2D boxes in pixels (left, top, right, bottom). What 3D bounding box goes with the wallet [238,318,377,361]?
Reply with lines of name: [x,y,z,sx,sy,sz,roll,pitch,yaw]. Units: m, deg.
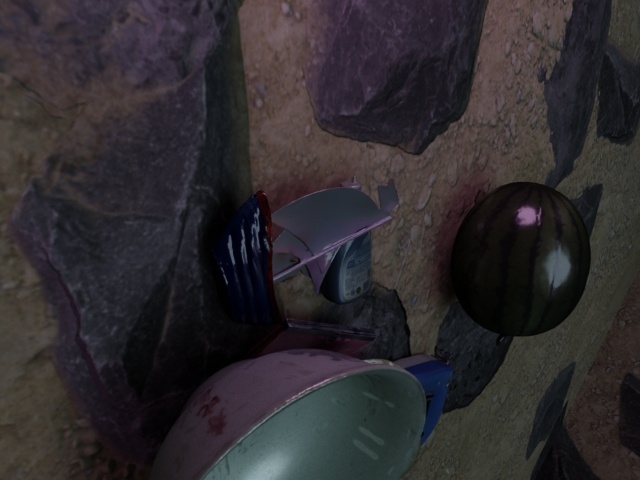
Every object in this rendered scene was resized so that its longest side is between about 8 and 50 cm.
wallet: [-0.014,0.176,0.820,0.119,0.025,0.232,-43,145,24]

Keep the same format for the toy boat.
toy boat: [-0.018,-0.010,0.696,0.318,0.072,0.219,-41,137,-7]

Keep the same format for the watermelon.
watermelon: [0.426,0.054,1.090,0.278,0.278,0.360,-21,119,-40]

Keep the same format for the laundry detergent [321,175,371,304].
laundry detergent: [0.046,-0.003,0.821,0.096,0.061,0.207,-15,116,-35]

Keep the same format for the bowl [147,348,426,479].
bowl: [-0.075,0.292,0.688,0.434,0.196,0.435,-22,130,-30]

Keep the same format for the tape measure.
tape measure: [0.148,0.348,1.052,0.351,0.097,0.216,4,102,-45]

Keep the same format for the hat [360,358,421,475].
hat: [0.106,0.359,0.913,0.256,0.130,0.258,-6,107,-21]
